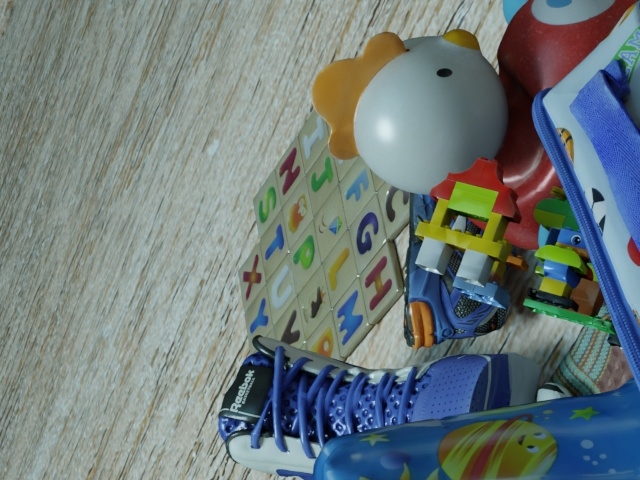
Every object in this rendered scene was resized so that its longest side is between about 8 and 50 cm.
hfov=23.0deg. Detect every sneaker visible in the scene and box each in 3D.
[{"bbox_3d":[0.022,0.149,1.232,0.315,0.182,0.127,-29,43,63],"label":"sneaker"},{"bbox_3d":[0.114,0.001,1.276,0.083,0.087,0.221,89,-174,-49],"label":"sneaker"},{"bbox_3d":[0.159,0.133,1.095,0.032,0.037,0.083,-53,34,42],"label":"sneaker"}]

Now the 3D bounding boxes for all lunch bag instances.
[{"bbox_3d":[0.231,0.016,0.828,0.115,0.243,0.303,-45,40,28],"label":"lunch bag"}]

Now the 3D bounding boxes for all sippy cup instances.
[{"bbox_3d":[0.108,0.191,0.881,0.305,0.224,0.240,94,173,-45],"label":"sippy cup"}]

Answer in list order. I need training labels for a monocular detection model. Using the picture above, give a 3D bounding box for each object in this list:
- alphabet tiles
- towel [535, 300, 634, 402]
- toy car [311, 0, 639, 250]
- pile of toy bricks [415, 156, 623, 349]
[{"bbox_3d":[0.000,0.000,1.569,0.342,0.011,0.285,-53,36,42],"label":"alphabet tiles"},{"bbox_3d":[0.169,0.258,1.101,0.370,0.040,0.271,-65,30,26],"label":"towel"},{"bbox_3d":[0.112,-0.104,1.125,0.210,0.238,0.219,-67,29,24],"label":"toy car"},{"bbox_3d":[0.181,0.004,1.030,0.212,0.118,0.105,17,81,28],"label":"pile of toy bricks"}]
